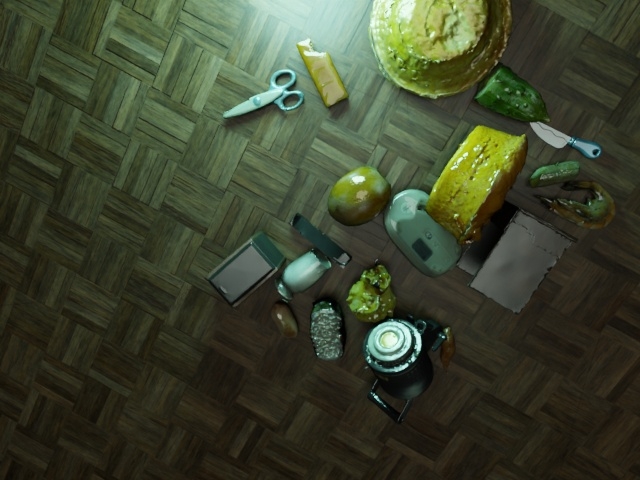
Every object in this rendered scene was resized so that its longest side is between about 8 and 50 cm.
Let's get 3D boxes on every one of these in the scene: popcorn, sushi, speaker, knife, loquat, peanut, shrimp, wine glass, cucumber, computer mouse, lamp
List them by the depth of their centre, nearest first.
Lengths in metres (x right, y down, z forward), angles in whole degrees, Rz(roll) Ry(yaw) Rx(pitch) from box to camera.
[{"bbox_3d":[0.611,-0.436,1.419,0.244,0.134,0.134,33,105,-4],"label":"cucumber"},{"bbox_3d":[0.779,-0.322,1.470,0.244,0.032,0.058,24,113,7],"label":"knife"},{"bbox_3d":[0.843,-0.130,1.488,0.254,0.059,0.145,28,102,0],"label":"shrimp"},{"bbox_3d":[0.125,-0.143,1.525,0.227,0.179,0.179,-37,96,21],"label":"loquat"},{"bbox_3d":[0.346,-0.023,1.560,0.197,0.095,0.331,-40,107,-2],"label":"computer mouse"},{"bbox_3d":[0.258,0.410,1.568,0.272,0.205,0.374,35,87,-45],"label":"lamp"},{"bbox_3d":[0.178,0.185,1.613,0.169,0.173,0.195,3,114,29],"label":"popcorn"},{"bbox_3d":[-0.261,0.100,1.627,0.231,0.192,0.153,-40,94,10],"label":"speaker"},{"bbox_3d":[-0.067,0.123,1.641,0.204,0.111,0.111,-41,95,18],"label":"wine glass"},{"bbox_3d":[0.027,0.319,1.666,0.124,0.127,0.224,-6,110,8],"label":"sushi"},{"bbox_3d":[-0.134,0.299,1.713,0.076,0.076,0.152,-25,96,13],"label":"peanut"}]

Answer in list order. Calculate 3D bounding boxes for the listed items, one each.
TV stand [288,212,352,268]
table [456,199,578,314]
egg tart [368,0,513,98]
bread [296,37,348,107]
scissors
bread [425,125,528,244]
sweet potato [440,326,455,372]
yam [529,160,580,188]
[{"bbox_3d":[0.000,0.000,1.641,0.256,0.040,0.049,40,105,-2],"label":"TV stand"},{"bbox_3d":[0.606,0.043,1.462,0.196,0.250,0.282,30,104,0],"label":"table"},{"bbox_3d":[0.358,-0.653,1.372,0.444,0.178,0.442,2,105,8],"label":"egg tart"},{"bbox_3d":[0.008,-0.556,1.508,0.088,0.049,0.226,-24,98,12],"label":"bread"},{"bbox_3d":[-0.203,-0.475,1.559,0.289,0.041,0.138,-20,98,8],"label":"scissors"},{"bbox_3d":[0.466,-0.168,1.390,0.204,0.337,0.358,29,76,17],"label":"bread"},{"bbox_3d":[0.462,0.402,1.667,0.057,0.056,0.194,2,109,7],"label":"sweet potato"},{"bbox_3d":[0.749,-0.214,1.475,0.147,0.069,0.069,-11,101,10],"label":"yam"}]
